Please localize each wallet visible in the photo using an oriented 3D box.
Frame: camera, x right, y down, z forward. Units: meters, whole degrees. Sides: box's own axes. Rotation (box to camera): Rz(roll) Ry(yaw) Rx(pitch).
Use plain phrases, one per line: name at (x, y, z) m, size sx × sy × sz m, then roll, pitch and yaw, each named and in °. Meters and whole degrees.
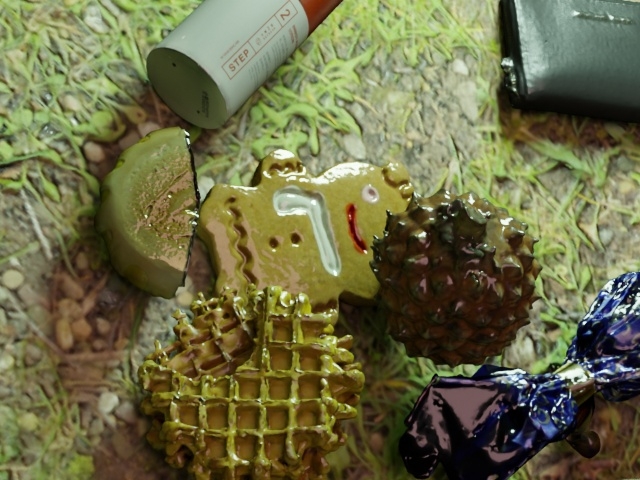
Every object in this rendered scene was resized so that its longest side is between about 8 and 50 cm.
wallet at (0.297, -0.198, 1.899) m, size 0.250 × 0.044 × 0.149 m, roll 6°, pitch 69°, yaw -25°

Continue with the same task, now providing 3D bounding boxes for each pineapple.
pineapple at (0.123, 0.024, 1.621) m, size 0.166 × 0.193 × 0.166 m, roll 2°, pitch 58°, yaw -4°

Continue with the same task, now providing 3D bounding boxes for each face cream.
face cream at (-0.063, -0.208, 1.691) m, size 0.096 × 0.096 × 0.214 m, roll 46°, pitch 60°, yaw -8°

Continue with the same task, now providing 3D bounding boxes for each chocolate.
chocolate at (0.225, 0.149, 1.712) m, size 0.343 × 0.126 × 0.148 m, roll -27°, pitch 101°, yaw -29°

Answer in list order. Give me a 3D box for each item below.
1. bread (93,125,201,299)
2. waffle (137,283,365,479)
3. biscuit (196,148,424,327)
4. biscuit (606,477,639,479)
bread at (-0.157, -0.020, 1.595) m, size 0.094 × 0.083 × 0.157 m, roll -8°, pitch 77°, yaw -25°
waffle at (-0.063, 0.130, 1.565) m, size 0.197 × 0.070 × 0.193 m, roll 26°, pitch 70°, yaw 15°
biscuit at (0.002, -0.001, 1.696) m, size 0.249 × 0.035 × 0.184 m, roll -7°, pitch 78°, yaw -28°
biscuit at (0.332, 0.260, 1.751) m, size 0.379 × 0.094 × 0.054 m, roll 0°, pitch 81°, yaw -26°
